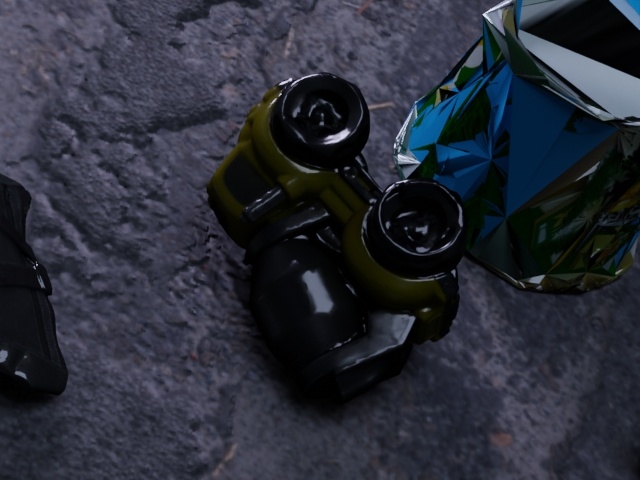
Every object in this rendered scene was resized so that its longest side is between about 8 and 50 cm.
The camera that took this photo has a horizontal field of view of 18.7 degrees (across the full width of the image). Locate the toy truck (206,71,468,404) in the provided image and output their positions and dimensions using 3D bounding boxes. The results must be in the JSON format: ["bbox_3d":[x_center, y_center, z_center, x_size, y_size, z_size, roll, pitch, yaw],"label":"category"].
[{"bbox_3d":[0.000,0.000,1.428,0.165,0.147,0.224,-35,72,-14],"label":"toy truck"}]

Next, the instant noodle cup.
[{"bbox_3d":[0.200,-0.099,1.581,0.240,0.178,0.240,14,46,-15],"label":"instant noodle cup"}]

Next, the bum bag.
[{"bbox_3d":[-0.228,0.025,1.339,0.087,0.049,0.197,21,39,-45],"label":"bum bag"}]
